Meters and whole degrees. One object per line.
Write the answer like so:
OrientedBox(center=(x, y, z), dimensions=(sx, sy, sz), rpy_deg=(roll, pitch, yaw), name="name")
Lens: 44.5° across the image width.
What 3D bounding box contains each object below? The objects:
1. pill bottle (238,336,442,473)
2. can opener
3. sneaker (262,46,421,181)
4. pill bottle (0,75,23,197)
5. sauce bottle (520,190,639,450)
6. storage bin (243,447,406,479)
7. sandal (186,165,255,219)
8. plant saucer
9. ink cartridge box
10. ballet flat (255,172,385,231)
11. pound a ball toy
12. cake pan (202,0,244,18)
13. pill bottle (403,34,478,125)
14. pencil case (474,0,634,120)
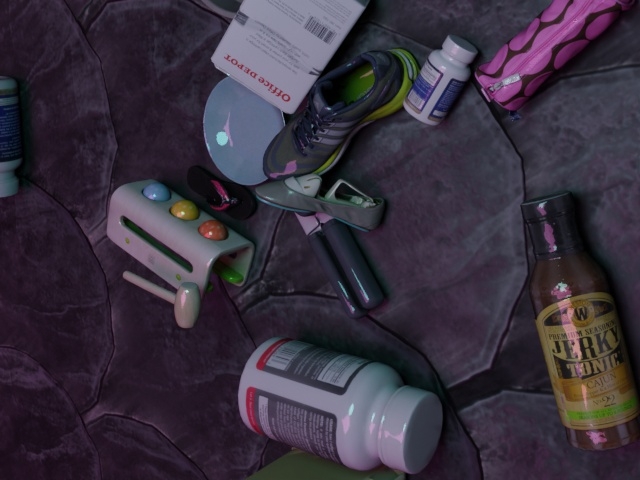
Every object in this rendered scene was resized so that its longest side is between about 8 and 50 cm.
OrientedBox(center=(0.033, 0.276, 1.302), dimensions=(0.318, 0.176, 0.177), rpy_deg=(10, 108, 36), name="pill bottle")
OrientedBox(center=(0.000, 0.000, 1.304), dimensions=(0.076, 0.095, 0.284), rpy_deg=(-40, 70, 38), name="can opener")
OrientedBox(center=(0.009, -0.196, 1.204), dimensions=(0.300, 0.121, 0.111), rpy_deg=(-40, 69, 25), name="sneaker")
OrientedBox(center=(-0.764, -0.238, 1.791), dimensions=(0.153, 0.153, 0.265), rpy_deg=(13, 110, 34), name="pill bottle")
OrientedBox(center=(0.345, 0.107, 1.060), dimensions=(0.111, 0.111, 0.345), rpy_deg=(-15, 94, 39), name="sauce bottle")
OrientedBox(center=(-0.019, 0.470, 1.339), dimensions=(0.260, 0.262, 0.123), rpy_deg=(-2, 98, 38), name="storage bin")
OrientedBox(center=(-0.195, -0.087, 1.466), dimensions=(0.179, 0.040, 0.067), rpy_deg=(27, 117, 29), name="sandal")
OrientedBox(center=(-0.126, -0.197, 1.387), dimensions=(0.194, 0.037, 0.195), rpy_deg=(11, 109, 35), name="plant saucer")
OrientedBox(center=(-0.047, -0.333, 1.217), dimensions=(0.160, 0.093, 0.219), rpy_deg=(33, 125, -10), name="ink cartridge box")
OrientedBox(center=(0.003, -0.073, 1.242), dimensions=(0.072, 0.213, 0.068), rpy_deg=(-110, 39, -62), name="ballet flat")
OrientedBox(center=(-0.271, 0.005, 1.442), dimensions=(0.319, 0.208, 0.136), rpy_deg=(32, 119, 28), name="pound a ball toy")
OrientedBox(center=(-0.118, -0.515, 1.286), dimensions=(0.293, 0.054, 0.294), rpy_deg=(11, 108, 35), name="cake pan")
OrientedBox(center=(0.175, -0.232, 1.129), dimensions=(0.067, 0.067, 0.120), rpy_deg=(43, 124, 20), name="pill bottle")
OrientedBox(center=(0.297, -0.258, 1.009), dimensions=(0.095, 0.098, 0.209), rpy_deg=(54, 126, 14), name="pencil case")
